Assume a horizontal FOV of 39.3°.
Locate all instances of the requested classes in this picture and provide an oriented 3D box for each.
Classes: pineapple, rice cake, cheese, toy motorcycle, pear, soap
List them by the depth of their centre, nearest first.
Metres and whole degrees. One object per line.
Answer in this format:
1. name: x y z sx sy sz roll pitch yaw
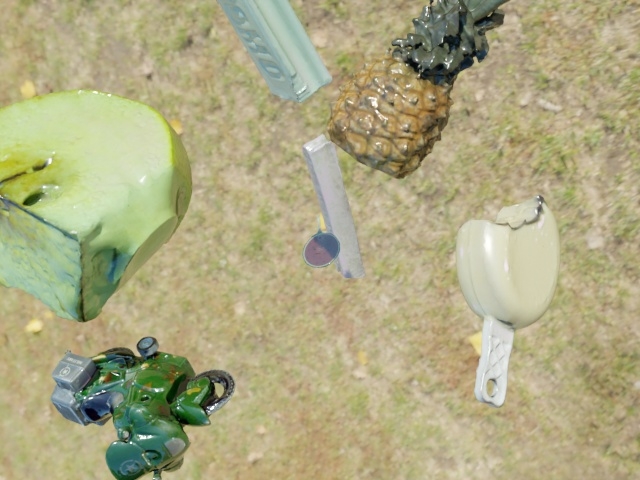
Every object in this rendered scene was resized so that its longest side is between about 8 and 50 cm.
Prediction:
1. pineapple: 0.113 -0.190 0.958 0.128 0.128 0.248 42 107 26
2. cheese: 0.230 0.070 1.074 0.071 0.163 0.248 -8 82 45
3. pear: -0.300 -0.063 1.138 0.286 0.282 0.176 26 139 18
4. toy motorcycle: -0.253 0.222 1.190 0.275 0.187 0.124 8 135 36
5. soap: -0.073 -0.291 1.243 0.198 0.063 0.114 57 166 -30
6. rice cake: 0.035 -0.074 2.123 0.056 0.073 0.365 27 137 62

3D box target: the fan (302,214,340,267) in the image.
1. fan: 0.000 0.000 1.889 0.085 0.005 0.133 -15 56 15
